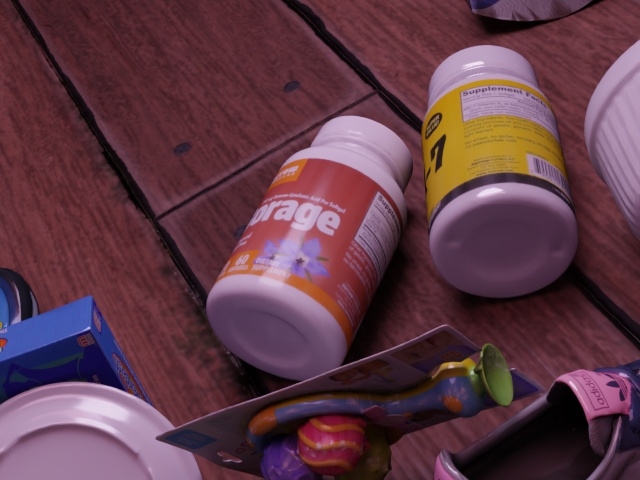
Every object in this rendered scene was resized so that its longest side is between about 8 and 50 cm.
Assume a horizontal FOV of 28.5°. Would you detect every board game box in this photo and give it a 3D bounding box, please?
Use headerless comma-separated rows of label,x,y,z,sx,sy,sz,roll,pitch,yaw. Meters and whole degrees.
board game box,-0.242,0.147,0.979,0.210,0.160,0.047,-20,34,5

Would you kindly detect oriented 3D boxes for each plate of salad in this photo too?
plate of salad,-0.180,0.204,0.925,0.200,0.048,0.200,-1,83,4

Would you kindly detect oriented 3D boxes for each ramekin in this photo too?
ramekin,0.308,-0.067,0.928,0.207,0.207,0.109,-16,50,8

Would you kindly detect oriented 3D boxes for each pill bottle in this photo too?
pill bottle,0.000,0.000,1.053,0.121,0.121,0.216,4,48,28
pill bottle,0.145,-0.064,1.056,0.119,0.119,0.208,-12,42,12

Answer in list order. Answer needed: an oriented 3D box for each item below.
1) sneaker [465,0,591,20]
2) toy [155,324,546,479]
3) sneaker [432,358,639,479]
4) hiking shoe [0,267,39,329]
sneaker,0.269,-0.341,1.299,0.315,0.127,0.182,-16,38,-2
toy,0.022,0.135,0.854,0.237,0.137,0.056,-27,54,26
sneaker,0.216,0.121,0.822,0.319,0.131,0.112,-31,41,-9
hiking shoe,-0.343,0.124,1.071,0.113,0.132,0.304,3,48,27
